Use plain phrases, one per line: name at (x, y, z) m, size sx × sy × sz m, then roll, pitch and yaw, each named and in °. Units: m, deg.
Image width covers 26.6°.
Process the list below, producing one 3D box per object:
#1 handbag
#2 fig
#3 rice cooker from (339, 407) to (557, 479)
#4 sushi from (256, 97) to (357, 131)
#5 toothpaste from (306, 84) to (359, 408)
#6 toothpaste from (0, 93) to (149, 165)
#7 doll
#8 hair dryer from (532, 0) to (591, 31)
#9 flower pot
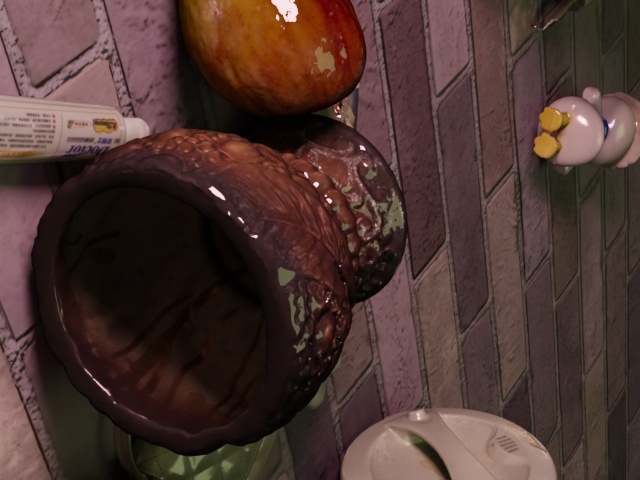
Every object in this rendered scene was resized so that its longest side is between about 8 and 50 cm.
handbag at (-0.110, 0.137, 1.332) m, size 0.219 × 0.079 × 0.256 m, roll 42°, pitch 66°, yaw -52°
fig at (-0.067, -0.228, 1.175) m, size 0.274 × 0.146 × 0.170 m, roll 60°, pitch 14°, yaw -15°
rice cooker at (0.158, 0.367, 1.690) m, size 0.288 × 0.288 × 0.277 m, roll -38°, pitch 136°, yaw -46°
sushi at (-0.021, -0.094, 1.331) m, size 0.103 × 0.097 × 0.226 m, roll -34°, pitch 133°, yaw -69°
toothpaste at (0.000, 0.000, 1.459) m, size 0.099 × 0.061 × 0.392 m, roll -15°, pitch 115°, yaw -42°
toothpaste at (-0.226, -0.087, 1.064) m, size 0.255 × 0.037 × 0.067 m, roll -6°, pitch 115°, yaw -55°
doll at (0.401, -0.163, 2.014) m, size 0.293 × 0.119 × 0.138 m, roll -8°, pitch 119°, yaw -52°
hair dryer at (0.424, -0.395, 1.912) m, size 0.357 × 0.173 × 0.107 m, roll -45°, pitch 139°, yaw -20°
flower pot at (-0.065, 0.016, 1.165) m, size 0.267 × 0.267 × 0.266 m, roll -32°, pitch 130°, yaw -54°
